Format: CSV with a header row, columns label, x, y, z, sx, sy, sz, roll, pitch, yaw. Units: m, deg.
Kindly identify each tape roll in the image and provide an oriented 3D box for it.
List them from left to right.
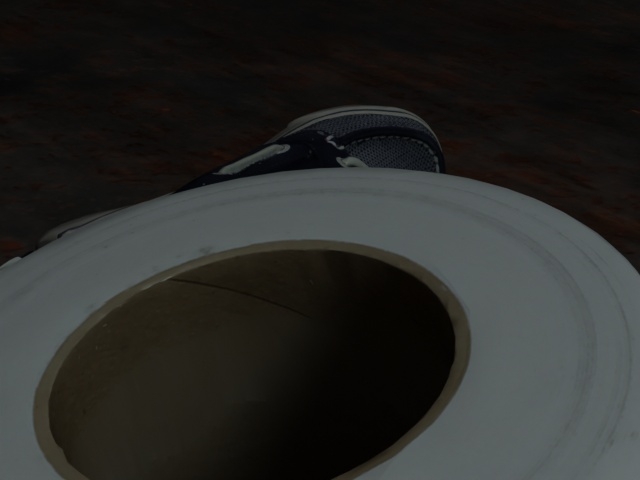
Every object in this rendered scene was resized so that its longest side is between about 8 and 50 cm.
label,x,y,z,sx,sy,sz,roll,pitch,yaw
tape roll,-0.008,0.105,0.413,0.246,0.169,0.246,-7,31,5

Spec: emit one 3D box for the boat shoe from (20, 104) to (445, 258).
label,x,y,z,sx,sy,sz,roll,pitch,yaw
boat shoe,0.000,0.000,0.767,0.341,0.127,0.158,-28,22,-39
